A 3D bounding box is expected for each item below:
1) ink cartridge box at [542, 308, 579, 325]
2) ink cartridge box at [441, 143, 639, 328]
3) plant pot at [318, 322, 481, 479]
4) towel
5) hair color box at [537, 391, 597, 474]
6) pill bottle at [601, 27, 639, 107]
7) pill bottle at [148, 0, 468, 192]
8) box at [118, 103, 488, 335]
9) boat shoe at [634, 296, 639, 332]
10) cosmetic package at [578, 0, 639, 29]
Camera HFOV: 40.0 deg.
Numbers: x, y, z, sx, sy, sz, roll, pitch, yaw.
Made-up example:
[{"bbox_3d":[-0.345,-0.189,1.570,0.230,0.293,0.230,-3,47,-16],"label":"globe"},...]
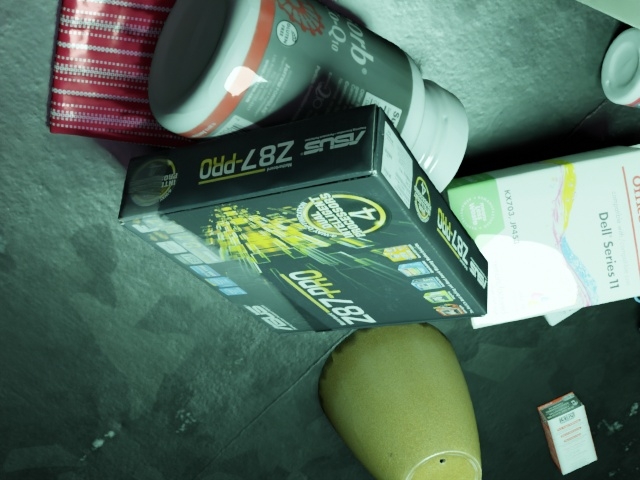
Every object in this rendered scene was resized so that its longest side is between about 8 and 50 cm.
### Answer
[{"bbox_3d":[0.460,-0.020,1.372,0.332,0.065,0.165,-32,120,4],"label":"ink cartridge box"},{"bbox_3d":[0.362,-0.016,1.252,0.353,0.119,0.207,-12,97,1],"label":"ink cartridge box"},{"bbox_3d":[0.141,0.285,1.333,0.237,0.254,0.237,-7,119,-12],"label":"plant pot"},{"bbox_3d":[-0.223,-0.249,1.091,0.199,0.031,0.275,7,114,-17],"label":"towel"},{"bbox_3d":[0.440,0.344,1.563,0.072,0.043,0.141,-23,121,-3],"label":"hair color box"},{"bbox_3d":[0.505,-0.233,1.250,0.180,0.108,0.108,8,114,-18],"label":"pill bottle"},{"bbox_3d":[-0.006,-0.173,1.073,0.363,0.210,0.210,20,110,-35],"label":"pill bottle"},{"bbox_3d":[0.000,0.000,1.078,0.318,0.097,0.395,-6,152,25],"label":"box"},{"bbox_3d":[0.580,0.072,1.420,0.109,0.089,0.258,-29,153,-33],"label":"boat shoe"},{"bbox_3d":[0.427,-0.335,1.068,0.153,0.296,0.129,-3,118,-14],"label":"cosmetic package"}]
